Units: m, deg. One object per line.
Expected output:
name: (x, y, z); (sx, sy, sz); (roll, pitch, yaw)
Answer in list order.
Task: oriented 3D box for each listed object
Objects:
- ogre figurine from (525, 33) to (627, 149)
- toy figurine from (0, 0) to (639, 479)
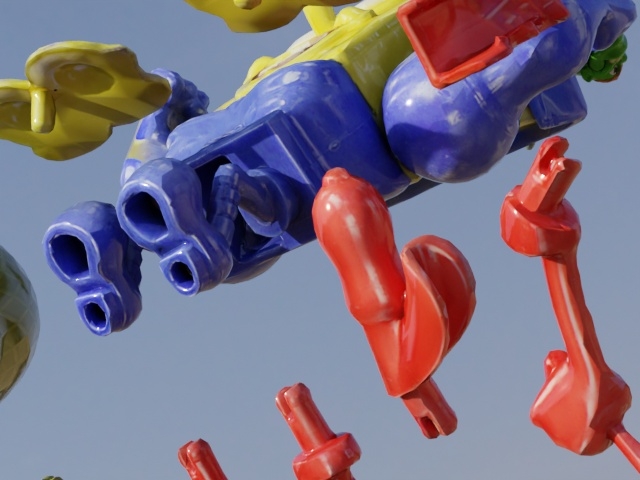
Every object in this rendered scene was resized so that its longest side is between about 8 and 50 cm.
ogre figurine: (0.146, -0.148, 1.237); (0.097, 0.197, 0.118); (-7, -39, 3)
toy figurine: (0.000, 0.000, 0.653); (0.362, 0.191, 0.217); (-27, 5, 45)
